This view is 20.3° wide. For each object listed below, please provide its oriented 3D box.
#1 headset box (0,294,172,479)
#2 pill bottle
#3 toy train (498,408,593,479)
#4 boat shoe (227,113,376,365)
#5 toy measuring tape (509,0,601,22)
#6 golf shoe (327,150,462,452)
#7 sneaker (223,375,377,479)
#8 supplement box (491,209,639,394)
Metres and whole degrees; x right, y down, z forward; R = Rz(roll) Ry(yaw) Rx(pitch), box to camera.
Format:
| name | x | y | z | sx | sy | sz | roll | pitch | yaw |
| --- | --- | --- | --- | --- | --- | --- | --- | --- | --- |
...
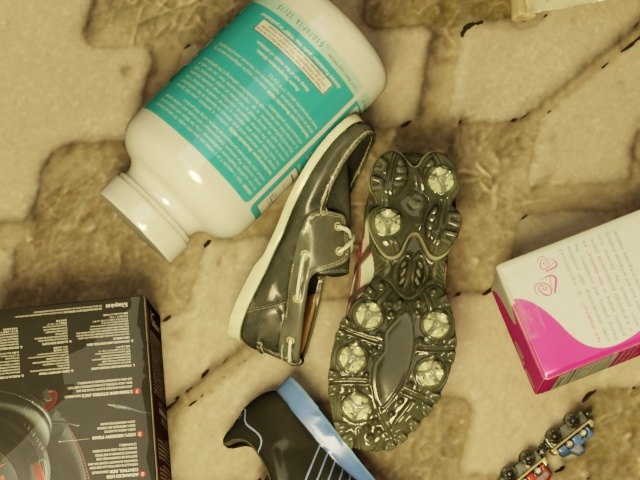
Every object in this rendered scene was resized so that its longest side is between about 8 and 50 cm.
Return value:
| name | x | y | z | sx | sy | sz | roll | pitch | yaw |
| --- | --- | --- | --- | --- | --- | --- | --- | --- | --- |
| headset box | -0.243 | 0.209 | 1.575 | 0.218 | 0.110 | 0.293 | -7 | 76 | 2 |
| pill bottle | -0.076 | -0.104 | 1.621 | 0.146 | 0.146 | 0.264 | 43 | 82 | 11 |
| toy train | 0.186 | 0.208 | 1.596 | 0.158 | 0.027 | 0.036 | -40 | 81 | -6 |
| boat shoe | 0.000 | 0.000 | 1.611 | 0.079 | 0.084 | 0.233 | 27 | 96 | 18 |
| toy measuring tape | 0.347 | -0.239 | 1.674 | 0.330 | 0.121 | 0.121 | -9 | 75 | 24 |
| golf shoe | 0.071 | 0.058 | 1.594 | 0.105 | 0.120 | 0.273 | 12 | 80 | 0 |
| sneaker | 0.010 | 0.232 | 1.577 | 0.090 | 0.081 | 0.232 | -39 | 71 | -3 |
| supplement box | 0.274 | 0.043 | 1.587 | 0.220 | 0.114 | 0.111 | -20 | 78 | -3 |
